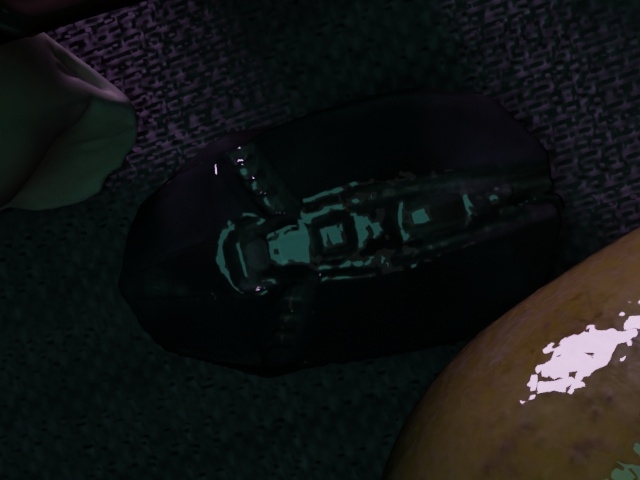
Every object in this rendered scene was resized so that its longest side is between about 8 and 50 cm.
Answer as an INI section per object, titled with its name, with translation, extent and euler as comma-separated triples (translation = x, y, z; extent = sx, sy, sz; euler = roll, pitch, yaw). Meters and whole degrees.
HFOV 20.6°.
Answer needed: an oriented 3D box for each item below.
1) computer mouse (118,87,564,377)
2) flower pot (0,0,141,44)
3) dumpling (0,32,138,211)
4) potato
[computer mouse]
translation = 0.000, 0.000, 0.709
extent = 0.192, 0.062, 0.106
euler = -13, 91, 19
[flower pot]
translation = -0.111, -0.148, 0.658
extent = 0.084, 0.251, 0.179
euler = -41, 81, 40
[dumpling]
translation = -0.189, -0.055, 0.703
extent = 0.151, 0.229, 0.124
euler = -27, 49, 31
[potato]
translation = 0.133, 0.080, 0.627
extent = 0.174, 0.159, 0.251
euler = 37, 96, -13
